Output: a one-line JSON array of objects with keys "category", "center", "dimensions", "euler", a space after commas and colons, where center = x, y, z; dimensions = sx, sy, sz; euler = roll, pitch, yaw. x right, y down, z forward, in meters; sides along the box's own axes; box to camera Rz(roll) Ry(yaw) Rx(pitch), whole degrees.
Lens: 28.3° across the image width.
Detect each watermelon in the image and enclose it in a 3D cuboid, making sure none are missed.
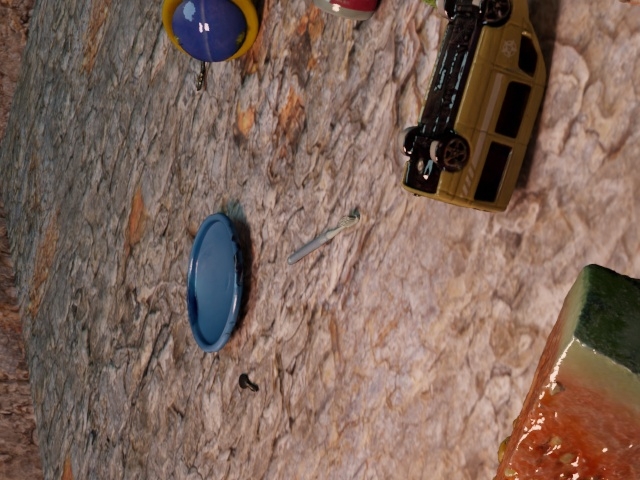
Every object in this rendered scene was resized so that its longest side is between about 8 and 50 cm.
[{"category": "watermelon", "center": [0.237, 0.170, 1.063], "dimensions": [0.256, 0.193, 0.140], "euler": [-59, 3, 35]}]

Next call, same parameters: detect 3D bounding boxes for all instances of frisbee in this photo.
[{"category": "frisbee", "center": [-0.172, 0.073, 2.173], "dimensions": [0.242, 0.045, 0.242], "euler": [-175, 90, -65]}]

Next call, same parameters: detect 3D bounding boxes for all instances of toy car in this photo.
[{"category": "toy car", "center": [0.176, -0.161, 1.384], "dimensions": [0.101, 0.124, 0.256], "euler": [24, 99, 63]}]

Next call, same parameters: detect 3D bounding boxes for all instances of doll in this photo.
[{"category": "doll", "center": [-0.176, -0.440, 2.127], "dimensions": [0.311, 0.160, 0.242], "euler": [81, -160, -49]}]

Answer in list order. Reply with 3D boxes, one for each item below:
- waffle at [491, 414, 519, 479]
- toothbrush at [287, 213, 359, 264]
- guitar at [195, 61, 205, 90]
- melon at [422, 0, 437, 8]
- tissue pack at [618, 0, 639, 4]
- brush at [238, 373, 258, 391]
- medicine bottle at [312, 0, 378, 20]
[{"category": "waffle", "center": [0.244, 0.291, 1.237], "dimensions": [0.253, 0.056, 0.249], "euler": [178, 95, -67]}, {"category": "toothbrush", "center": [0.000, 0.000, 1.847], "dimensions": [0.219, 0.019, 0.016], "euler": [-34, 61, 59]}, {"category": "guitar", "center": [-0.233, -0.394, 2.404], "dimensions": [0.088, 0.025, 0.233], "euler": [-27, 61, 60]}, {"category": "melon", "center": [0.189, -0.389, 1.365], "dimensions": [0.323, 0.196, 0.124], "euler": [-43, 20, 50]}, {"category": "tissue pack", "center": [0.301, -0.331, 1.176], "dimensions": [0.148, 0.092, 0.196], "euler": [120, 146, -42]}, {"category": "brush", "center": [-0.119, 0.236, 2.076], "dimensions": [0.083, 0.008, 0.024], "euler": [19, 100, 64]}, {"category": "medicine bottle", "center": [0.057, -0.412, 1.711], "dimensions": [0.090, 0.090, 0.216], "euler": [-127, 48, -55]}]
